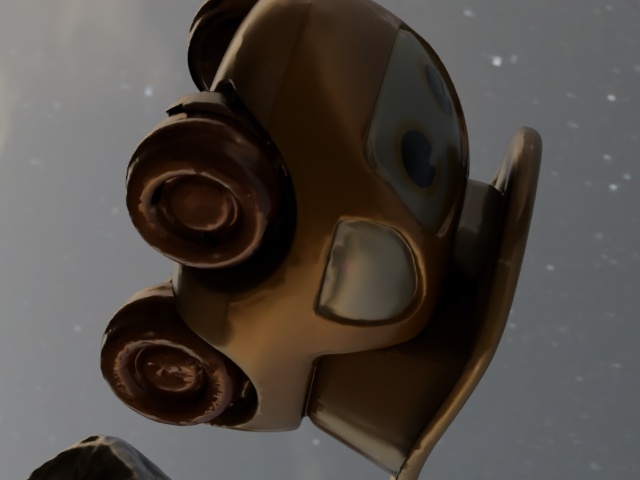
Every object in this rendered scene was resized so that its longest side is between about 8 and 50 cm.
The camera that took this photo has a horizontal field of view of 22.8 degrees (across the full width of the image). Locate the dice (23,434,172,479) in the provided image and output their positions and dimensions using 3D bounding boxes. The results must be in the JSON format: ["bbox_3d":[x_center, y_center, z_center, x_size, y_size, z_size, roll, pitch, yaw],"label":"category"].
[{"bbox_3d":[-0.159,0.275,1.225,0.182,0.181,0.183,-43,-150,-5],"label":"dice"}]

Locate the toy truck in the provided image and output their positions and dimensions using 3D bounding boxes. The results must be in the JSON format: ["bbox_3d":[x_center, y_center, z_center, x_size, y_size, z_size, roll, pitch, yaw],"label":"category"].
[{"bbox_3d":[0.000,0.000,0.905,0.204,0.212,0.288,-73,179,-51],"label":"toy truck"}]
